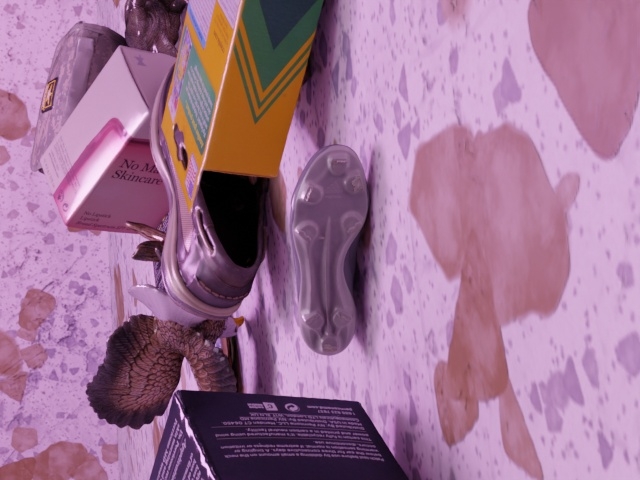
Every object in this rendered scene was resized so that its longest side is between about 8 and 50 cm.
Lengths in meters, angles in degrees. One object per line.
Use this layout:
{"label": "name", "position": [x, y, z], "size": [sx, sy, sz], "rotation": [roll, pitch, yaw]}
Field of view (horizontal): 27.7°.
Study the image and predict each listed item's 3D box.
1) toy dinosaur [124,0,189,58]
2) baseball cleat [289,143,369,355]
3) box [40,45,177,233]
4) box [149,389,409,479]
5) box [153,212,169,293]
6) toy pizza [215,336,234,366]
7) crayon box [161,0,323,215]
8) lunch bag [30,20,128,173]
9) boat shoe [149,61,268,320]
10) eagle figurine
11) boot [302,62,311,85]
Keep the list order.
{"label": "toy dinosaur", "position": [-0.262, -0.339, 2.002], "size": [0.160, 0.121, 0.313], "rotation": [-67, 30, 29]}
{"label": "baseball cleat", "position": [0.000, 0.000, 1.189], "size": [0.109, 0.072, 0.206], "rotation": [-111, 24, -66]}
{"label": "box", "position": [-0.249, -0.129, 1.758], "size": [0.232, 0.149, 0.127], "rotation": [-47, 54, 33]}
{"label": "box", "position": [-0.039, 0.348, 1.034], "size": [0.312, 0.179, 0.343], "rotation": [-124, 47, -56]}
{"label": "box", "position": [-0.208, -0.049, 1.968], "size": [0.307, 0.076, 0.242], "rotation": [129, 135, -69]}
{"label": "toy pizza", "position": [-0.148, 0.187, 1.896], "size": [0.201, 0.032, 0.201], "rotation": [176, 90, -77]}
{"label": "crayon box", "position": [-0.077, -0.208, 1.299], "size": [0.203, 0.083, 0.323], "rotation": [-115, 36, -54]}
{"label": "lunch bag", "position": [-0.364, -0.203, 2.100], "size": [0.287, 0.169, 0.235], "rotation": [54, -134, -77]}
{"label": "boat shoe", "position": [-0.116, -0.082, 1.566], "size": [0.130, 0.132, 0.355], "rotation": [-35, 54, 44]}
{"label": "eagle figurine", "position": [-0.168, 0.147, 1.676], "size": [0.226, 0.225, 0.298], "rotation": [31, 114, 60]}
{"label": "boot", "position": [-0.038, -0.172, 1.365], "size": [0.114, 0.037, 0.106], "rotation": [-124, 30, -54]}
